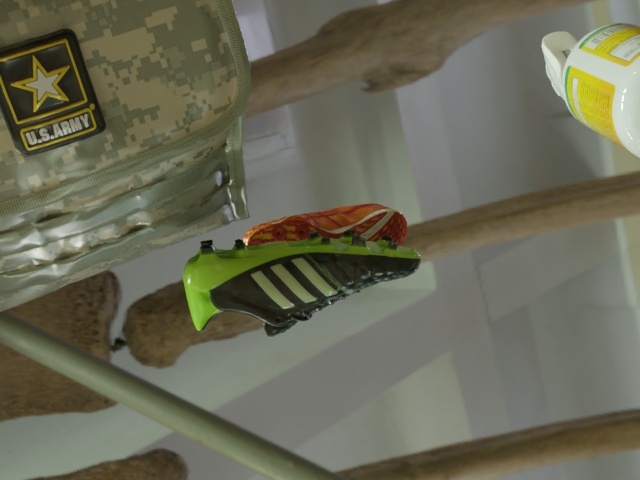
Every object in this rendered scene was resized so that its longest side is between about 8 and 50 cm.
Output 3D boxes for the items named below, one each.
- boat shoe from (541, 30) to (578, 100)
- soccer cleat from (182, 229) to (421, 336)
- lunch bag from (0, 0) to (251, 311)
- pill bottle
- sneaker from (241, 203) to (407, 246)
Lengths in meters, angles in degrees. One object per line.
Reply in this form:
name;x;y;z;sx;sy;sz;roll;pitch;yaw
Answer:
boat shoe;0.370;-0.235;1.290;0.066;0.184;0.063;-20;-45;0
soccer cleat;-0.013;0.033;0.663;0.178;0.060;0.072;-4;-79;-2
lunch bag;-0.176;-0.090;0.577;0.235;0.287;0.169;-22;-112;-13
pill bottle;0.324;-0.141;0.851;0.117;0.208;0.118;-2;-70;-6
sneaker;0.000;0.000;0.842;0.175;0.067;0.064;-6;-76;-32
